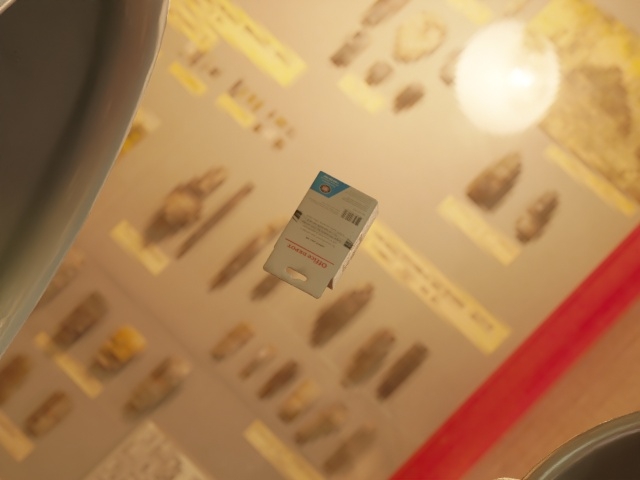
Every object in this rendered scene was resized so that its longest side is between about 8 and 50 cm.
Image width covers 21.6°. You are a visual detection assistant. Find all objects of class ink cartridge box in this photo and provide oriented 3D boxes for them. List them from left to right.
[{"bbox_3d":[0.000,0.000,1.170,0.048,0.083,0.028,28,-17,11],"label":"ink cartridge box"}]

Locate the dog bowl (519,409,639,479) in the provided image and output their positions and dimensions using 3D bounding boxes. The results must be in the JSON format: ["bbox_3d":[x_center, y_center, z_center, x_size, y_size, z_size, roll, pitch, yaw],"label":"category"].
[{"bbox_3d":[0.246,0.247,1.027,0.349,0.349,0.102,37,-26,35],"label":"dog bowl"}]

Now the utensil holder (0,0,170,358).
[{"bbox_3d":[-0.310,-0.083,0.686,0.385,0.328,0.327,32,-14,5],"label":"utensil holder"}]

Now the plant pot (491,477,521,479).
[{"bbox_3d":[0.252,0.322,1.510,0.255,0.272,0.272,8,-36,41],"label":"plant pot"}]
